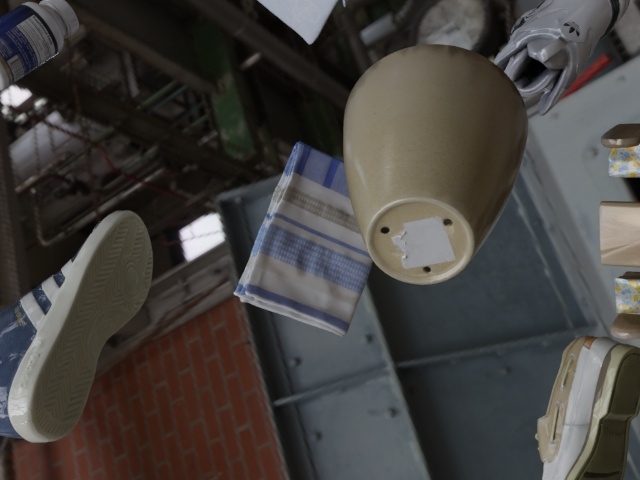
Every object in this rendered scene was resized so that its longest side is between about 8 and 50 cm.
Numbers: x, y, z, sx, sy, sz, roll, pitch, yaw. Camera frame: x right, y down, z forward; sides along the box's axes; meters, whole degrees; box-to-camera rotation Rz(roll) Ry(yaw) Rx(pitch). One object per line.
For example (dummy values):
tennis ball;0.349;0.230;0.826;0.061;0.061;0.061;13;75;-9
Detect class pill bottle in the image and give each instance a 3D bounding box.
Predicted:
pill bottle;-0.474;-0.322;1.421;0.169;0.094;0.094;-45;-73;-29

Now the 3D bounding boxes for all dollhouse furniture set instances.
dollhouse furniture set;0.651;0.006;1.455;0.256;0.394;0.361;-30;-62;-54

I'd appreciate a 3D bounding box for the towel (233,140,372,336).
towel;0.000;0.000;1.473;0.209;0.034;0.284;23;-98;-19

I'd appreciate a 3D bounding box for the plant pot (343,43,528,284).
plant pot;0.139;-0.077;1.135;0.256;0.257;0.274;49;-150;-23

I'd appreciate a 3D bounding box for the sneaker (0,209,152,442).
sneaker;-0.332;0.090;1.108;0.350;0.148;0.131;-68;-33;-46

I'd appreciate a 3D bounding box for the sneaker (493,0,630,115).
sneaker;0.364;-0.304;1.512;0.137;0.210;0.366;40;161;1

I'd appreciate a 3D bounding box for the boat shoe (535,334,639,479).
boat shoe;0.362;0.281;1.243;0.113;0.103;0.302;22;-93;-37

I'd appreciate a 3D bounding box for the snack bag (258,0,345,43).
snack bag;-0.074;-0.458;1.273;0.323;0.342;0.037;39;-114;-1
